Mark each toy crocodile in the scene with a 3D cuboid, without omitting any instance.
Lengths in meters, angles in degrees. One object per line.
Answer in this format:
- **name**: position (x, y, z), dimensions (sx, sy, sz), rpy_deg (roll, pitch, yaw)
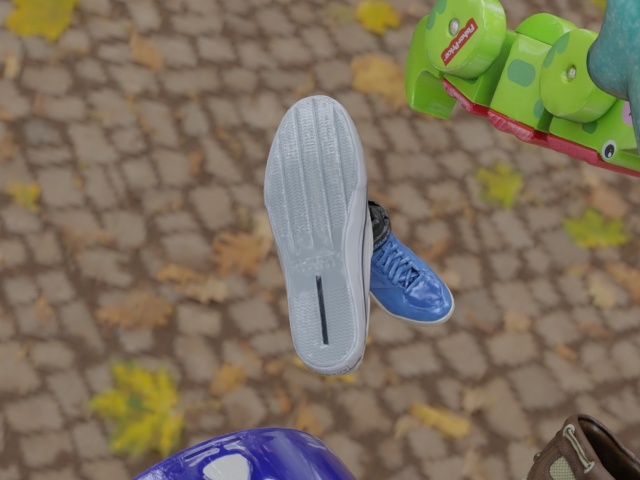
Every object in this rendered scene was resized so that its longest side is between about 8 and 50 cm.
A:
- **toy crocodile**: position (0.173, -0.106, 1.394), dimensions (0.115, 0.105, 0.340), rpy_deg (12, 11, -39)

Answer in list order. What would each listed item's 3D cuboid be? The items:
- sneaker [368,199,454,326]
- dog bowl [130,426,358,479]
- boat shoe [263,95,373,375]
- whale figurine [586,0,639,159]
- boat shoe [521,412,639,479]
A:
- **sneaker**: position (0.057, 0.016, 1.742), dimensions (0.152, 0.084, 0.058), rpy_deg (42, 78, 17)
- **dog bowl**: position (-0.070, 0.256, 1.322), dimensions (0.265, 0.265, 0.104), rpy_deg (-15, 50, -33)
- **boat shoe**: position (0.000, 0.000, 1.549), dimensions (0.083, 0.076, 0.226), rpy_deg (-2, 78, 11)
- **whale figurine**: position (0.214, -0.043, 0.983), dimensions (0.141, 0.216, 0.272), rpy_deg (-21, 54, -28)
- **boat shoe**: position (0.216, 0.182, 1.153), dimensions (0.095, 0.095, 0.257), rpy_deg (16, 11, -43)
